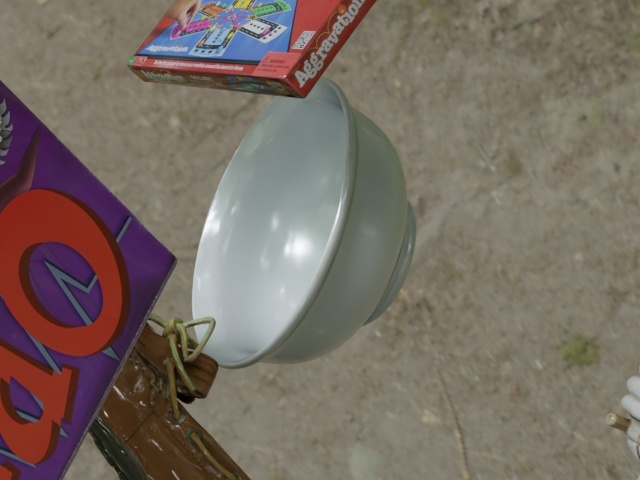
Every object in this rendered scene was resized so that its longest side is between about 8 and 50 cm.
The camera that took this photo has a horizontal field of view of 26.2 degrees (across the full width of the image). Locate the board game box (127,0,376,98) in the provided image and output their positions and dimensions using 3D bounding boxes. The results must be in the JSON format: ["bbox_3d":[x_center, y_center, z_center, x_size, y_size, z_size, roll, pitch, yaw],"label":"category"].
[{"bbox_3d":[-0.049,-0.182,1.091,0.145,0.027,0.281,-54,30,-13],"label":"board game box"}]

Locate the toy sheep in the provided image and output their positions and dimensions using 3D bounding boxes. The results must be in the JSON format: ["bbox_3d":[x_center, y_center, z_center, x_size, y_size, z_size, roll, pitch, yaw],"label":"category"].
[{"bbox_3d":[0.256,0.123,0.994,0.091,0.091,0.132,34,98,43],"label":"toy sheep"}]

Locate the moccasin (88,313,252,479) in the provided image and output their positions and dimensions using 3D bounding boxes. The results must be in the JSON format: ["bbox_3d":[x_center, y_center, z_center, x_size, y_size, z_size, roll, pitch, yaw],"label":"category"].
[{"bbox_3d":[-0.140,0.139,1.226,0.147,0.139,0.380,-32,84,-8],"label":"moccasin"}]

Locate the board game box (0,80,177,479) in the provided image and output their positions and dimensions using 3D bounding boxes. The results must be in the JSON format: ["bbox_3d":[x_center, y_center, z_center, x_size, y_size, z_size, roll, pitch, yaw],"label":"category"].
[{"bbox_3d":[-0.173,0.061,0.291,0.056,0.208,0.347,-17,36,36],"label":"board game box"}]

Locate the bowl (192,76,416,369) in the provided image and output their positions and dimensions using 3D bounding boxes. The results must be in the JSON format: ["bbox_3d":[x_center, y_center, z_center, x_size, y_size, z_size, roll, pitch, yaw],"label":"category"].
[{"bbox_3d":[0.000,0.000,1.351,0.298,0.134,0.298,-42,37,43],"label":"bowl"}]
